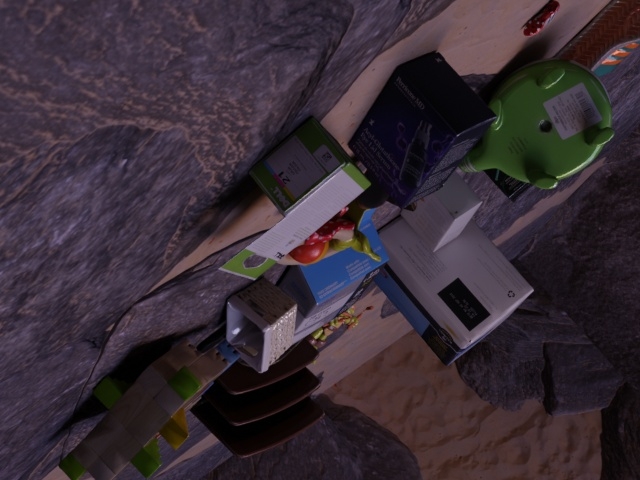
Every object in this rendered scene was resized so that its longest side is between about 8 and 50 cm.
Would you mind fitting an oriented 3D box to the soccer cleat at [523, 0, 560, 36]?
[{"bbox_3d":[0.408,-0.404,1.735,0.083,0.029,0.036,-47,160,12],"label":"soccer cleat"}]

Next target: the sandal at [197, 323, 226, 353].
[{"bbox_3d":[-0.187,0.198,2.059,0.179,0.040,0.067,-39,166,-3],"label":"sandal"}]

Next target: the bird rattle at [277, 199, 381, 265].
[{"bbox_3d":[0.000,0.000,1.773,0.207,0.143,0.253,-28,169,25],"label":"bird rattle"}]

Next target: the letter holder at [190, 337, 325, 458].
[{"bbox_3d":[-0.127,0.359,2.243,0.302,0.214,0.152,-17,139,-45],"label":"letter holder"}]

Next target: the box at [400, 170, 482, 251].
[{"bbox_3d":[0.279,-0.076,2.207,0.091,0.130,0.170,-32,164,-26],"label":"box"}]

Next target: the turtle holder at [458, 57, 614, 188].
[{"bbox_3d":[0.448,-0.228,1.953,0.320,0.243,0.227,-60,180,24],"label":"turtle holder"}]

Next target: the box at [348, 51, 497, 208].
[{"bbox_3d":[0.164,-0.180,1.561,0.108,0.153,0.207,-27,160,-38],"label":"box"}]

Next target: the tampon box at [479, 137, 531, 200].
[{"bbox_3d":[0.432,-0.190,2.181,0.120,0.161,0.101,-41,166,10],"label":"tampon box"}]

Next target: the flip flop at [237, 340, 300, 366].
[{"bbox_3d":[-0.103,0.215,2.234,0.277,0.112,0.080,-35,180,-39],"label":"flip flop"}]

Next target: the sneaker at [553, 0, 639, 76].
[{"bbox_3d":[0.634,-0.440,2.054,0.302,0.108,0.121,-36,169,23],"label":"sneaker"}]

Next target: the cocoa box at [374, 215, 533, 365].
[{"bbox_3d":[0.310,0.094,2.364,0.231,0.347,0.228,-35,166,-20],"label":"cocoa box"}]

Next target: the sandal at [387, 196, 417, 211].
[{"bbox_3d":[0.163,-0.118,1.933,0.060,0.090,0.219,-59,163,-14],"label":"sandal"}]

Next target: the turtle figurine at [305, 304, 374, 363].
[{"bbox_3d":[0.014,0.217,2.412,0.217,0.087,0.269,-45,165,11],"label":"turtle figurine"}]

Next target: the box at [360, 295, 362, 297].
[{"bbox_3d":[0.027,0.181,2.519,0.169,0.054,0.059,-40,166,6],"label":"box"}]

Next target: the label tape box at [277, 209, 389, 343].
[{"bbox_3d":[0.023,0.082,2.101,0.241,0.106,0.333,-29,163,-37],"label":"label tape box"}]

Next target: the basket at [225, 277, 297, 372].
[{"bbox_3d":[-0.122,0.173,1.954,0.103,0.113,0.167,-38,153,-32],"label":"basket"}]

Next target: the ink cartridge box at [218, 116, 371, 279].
[{"bbox_3d":[-0.060,-0.058,1.490,0.255,0.097,0.189,-39,166,6],"label":"ink cartridge box"}]

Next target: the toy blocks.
[{"bbox_3d":[-0.321,0.323,1.897,0.381,0.191,0.261,-47,175,25],"label":"toy blocks"}]

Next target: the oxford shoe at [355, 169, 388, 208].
[{"bbox_3d":[0.127,-0.147,1.721,0.212,0.076,0.076,-51,-173,-11],"label":"oxford shoe"}]
